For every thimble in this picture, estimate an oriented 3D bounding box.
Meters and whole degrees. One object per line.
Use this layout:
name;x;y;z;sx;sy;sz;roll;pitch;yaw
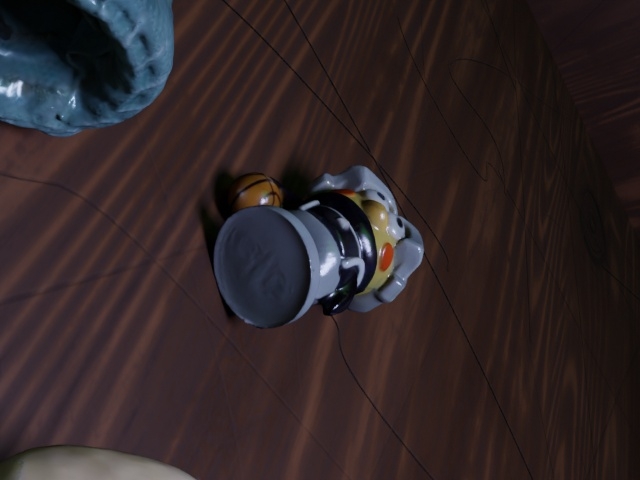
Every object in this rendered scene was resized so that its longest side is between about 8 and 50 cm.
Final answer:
thimble;-0.204;-0.182;0.679;0.235;0.198;0.143;87;1;-64

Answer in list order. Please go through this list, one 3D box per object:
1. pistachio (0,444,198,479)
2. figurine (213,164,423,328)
pistachio;-0.125;0.241;0.607;0.193;0.214;0.318;-49;141;-6
figurine;0.000;0.000;0.986;0.236;0.133;0.176;-12;66;-54
